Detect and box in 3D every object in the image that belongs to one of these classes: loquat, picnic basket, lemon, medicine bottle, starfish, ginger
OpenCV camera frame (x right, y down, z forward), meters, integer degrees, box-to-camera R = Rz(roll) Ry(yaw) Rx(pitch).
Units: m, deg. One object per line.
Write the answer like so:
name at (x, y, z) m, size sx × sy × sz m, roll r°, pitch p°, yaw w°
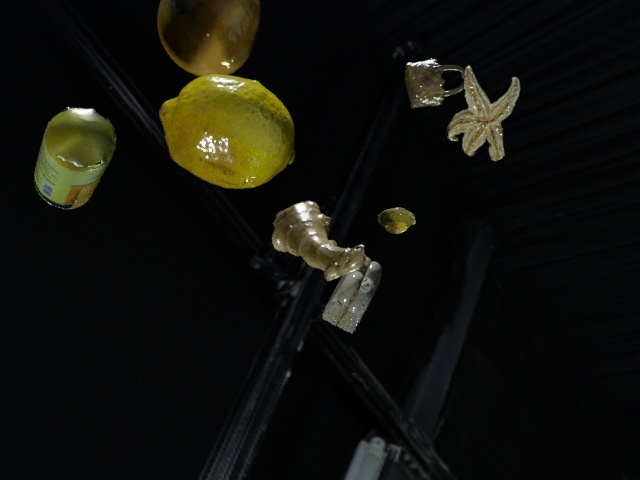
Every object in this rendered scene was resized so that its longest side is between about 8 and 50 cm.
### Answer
loquat at (-0.262, -0.526, 1.596) m, size 0.263 × 0.263 × 0.262 m, roll 19°, pitch -117°, yaw -43°
picnic basket at (0.349, -0.478, 1.982) m, size 0.128 × 0.179 × 0.137 m, roll 78°, pitch -177°, yaw -65°
lemon at (-0.186, -0.222, 1.346) m, size 0.289 × 0.233 × 0.233 m, roll 16°, pitch -119°, yaw -10°
medicine bottle at (-0.444, -0.150, 1.192) m, size 0.124 × 0.239 × 0.124 m, roll 9°, pitch -109°, yaw -27°
starfish at (0.372, -0.286, 1.510) m, size 0.216 × 0.238 × 0.071 m, roll 47°, pitch -130°, yaw -4°
ginger at (0.000, 0.000, 1.337) m, size 0.131 × 0.295 × 0.086 m, roll -39°, pitch -54°, yaw -16°

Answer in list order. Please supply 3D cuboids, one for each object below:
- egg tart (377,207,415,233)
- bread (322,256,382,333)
egg tart at (0.206, -0.049, 1.789) m, size 0.105 × 0.105 × 0.039 m, roll 36°, pitch -132°, yaw -34°
bread at (0.089, 0.139, 1.768) m, size 0.102 × 0.337 × 0.183 m, roll 25°, pitch -106°, yaw 3°
